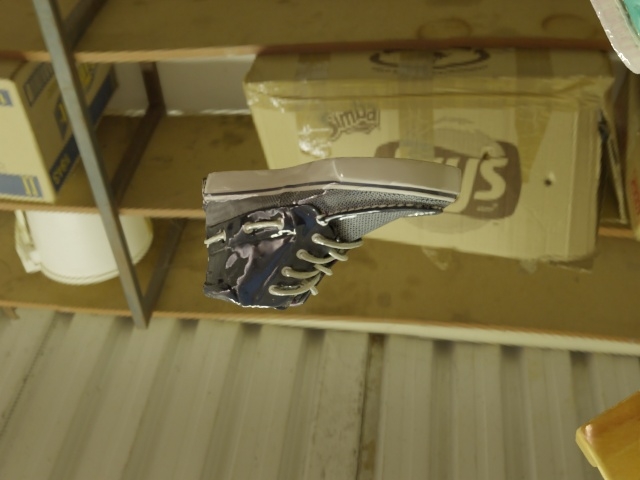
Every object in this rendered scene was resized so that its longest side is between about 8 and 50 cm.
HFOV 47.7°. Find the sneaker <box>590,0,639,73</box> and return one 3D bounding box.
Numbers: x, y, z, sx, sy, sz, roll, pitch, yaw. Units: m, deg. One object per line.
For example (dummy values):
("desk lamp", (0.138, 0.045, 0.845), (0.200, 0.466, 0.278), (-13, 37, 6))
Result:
("sneaker", (0.304, -0.307, 0.697), (0.121, 0.302, 0.108), (-15, -146, 49))

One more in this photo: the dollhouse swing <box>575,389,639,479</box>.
("dollhouse swing", (0.404, 0.239, 0.539), (0.304, 0.315, 0.347), (10, -136, -53))

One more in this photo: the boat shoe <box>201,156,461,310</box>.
("boat shoe", (0.000, 0.000, 0.794), (0.340, 0.158, 0.127), (-1, 175, 43))
